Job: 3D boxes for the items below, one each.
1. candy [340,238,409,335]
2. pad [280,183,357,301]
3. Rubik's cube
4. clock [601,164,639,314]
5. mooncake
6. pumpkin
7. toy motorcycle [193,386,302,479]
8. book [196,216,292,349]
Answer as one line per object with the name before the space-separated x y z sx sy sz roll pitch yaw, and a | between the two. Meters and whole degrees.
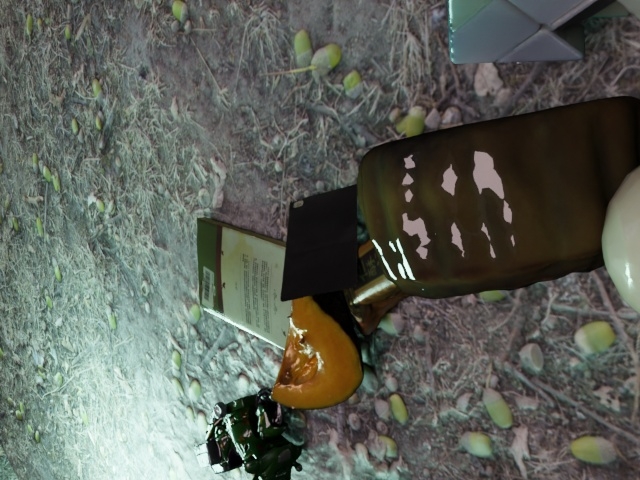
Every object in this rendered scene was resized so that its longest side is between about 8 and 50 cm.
candy | 0.097 0.043 0.892 0.271 0.101 0.143 -36 65 54
pad | 0.000 0.000 0.927 0.116 0.004 0.193 -14 47 19
Rubik's cube | 0.203 -0.311 0.588 0.224 0.265 0.213 4 63 14
clock | 0.409 -0.016 0.430 0.342 0.184 0.326 28 127 -10
mooncake | 0.185 -0.043 0.647 0.290 0.290 0.161 -8 97 46
pumpkin | 0.014 0.148 1.012 0.149 0.130 0.254 17 120 10
toy motorcycle | -0.136 0.388 1.201 0.274 0.124 0.187 -31 69 47
book | -0.138 0.077 1.183 0.289 0.026 0.201 18 113 41
